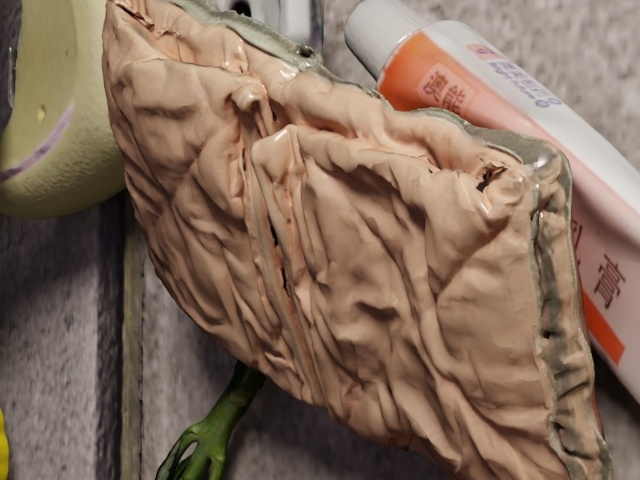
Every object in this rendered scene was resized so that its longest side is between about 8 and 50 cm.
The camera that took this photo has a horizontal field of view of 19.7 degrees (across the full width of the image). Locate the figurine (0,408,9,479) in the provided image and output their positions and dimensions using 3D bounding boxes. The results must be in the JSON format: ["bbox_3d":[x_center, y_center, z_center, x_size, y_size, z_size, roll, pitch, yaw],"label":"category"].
[{"bbox_3d":[-0.200,0.061,0.862,0.130,0.109,0.178,-19,75,32],"label":"figurine"}]

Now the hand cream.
[{"bbox_3d":[0.068,-0.003,0.497,0.216,0.038,0.052,50,157,41],"label":"hand cream"}]

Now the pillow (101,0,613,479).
[{"bbox_3d":[0.000,0.000,0.549,0.232,0.043,0.126,30,139,48],"label":"pillow"}]

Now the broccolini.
[{"bbox_3d":[-0.039,0.070,0.669,0.140,0.030,0.035,-60,7,30],"label":"broccolini"}]

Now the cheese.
[{"bbox_3d":[-0.067,-0.070,0.686,0.235,0.050,0.127,3,90,58],"label":"cheese"}]
